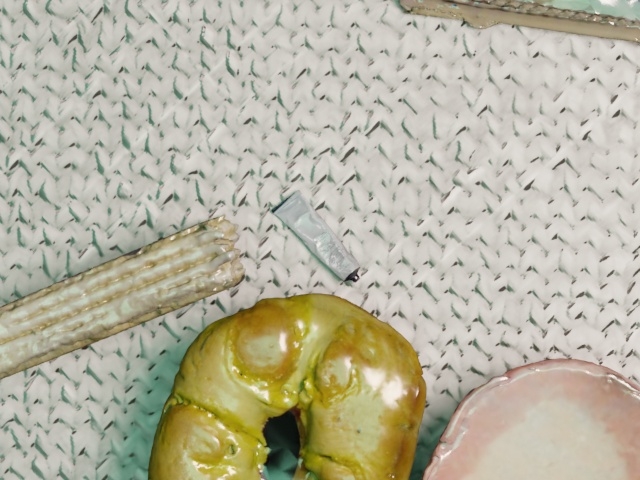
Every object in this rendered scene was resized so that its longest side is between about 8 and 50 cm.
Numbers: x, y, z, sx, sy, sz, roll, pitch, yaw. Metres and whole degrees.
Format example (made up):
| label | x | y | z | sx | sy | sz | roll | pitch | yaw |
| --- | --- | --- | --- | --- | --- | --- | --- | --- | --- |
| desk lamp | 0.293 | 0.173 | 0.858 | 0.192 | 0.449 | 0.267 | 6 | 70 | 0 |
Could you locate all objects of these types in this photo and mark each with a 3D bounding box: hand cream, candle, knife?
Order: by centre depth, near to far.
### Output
| label | x | y | z | sx | sy | sz | roll | pitch | yaw |
| --- | --- | --- | --- | --- | --- | --- | --- | --- | --- |
| candle | 0.179 | 0.268 | 1.250 | 0.287 | 0.131 | 0.316 | -26 | 81 | 3 |
| knife | 0.238 | -0.185 | 1.267 | 0.365 | 0.043 | 0.089 | 12 | 93 | 6 |
| hand cream | 0.000 | 0.000 | 1.315 | 0.030 | 0.019 | 0.093 | -42 | 81 | 8 |

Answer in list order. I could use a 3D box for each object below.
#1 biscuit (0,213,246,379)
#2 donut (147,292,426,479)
| label | x | y | z | sx | sy | sz | roll | pitch | yaw |
| --- | --- | --- | --- | --- | --- | --- | --- | --- | --- |
| biscuit | -0.174 | 0.049 | 1.286 | 0.239 | 0.108 | 0.061 | -23 | 92 | 6 |
| donut | -0.026 | 0.169 | 1.266 | 0.209 | 0.128 | 0.261 | 20 | 94 | 6 |
